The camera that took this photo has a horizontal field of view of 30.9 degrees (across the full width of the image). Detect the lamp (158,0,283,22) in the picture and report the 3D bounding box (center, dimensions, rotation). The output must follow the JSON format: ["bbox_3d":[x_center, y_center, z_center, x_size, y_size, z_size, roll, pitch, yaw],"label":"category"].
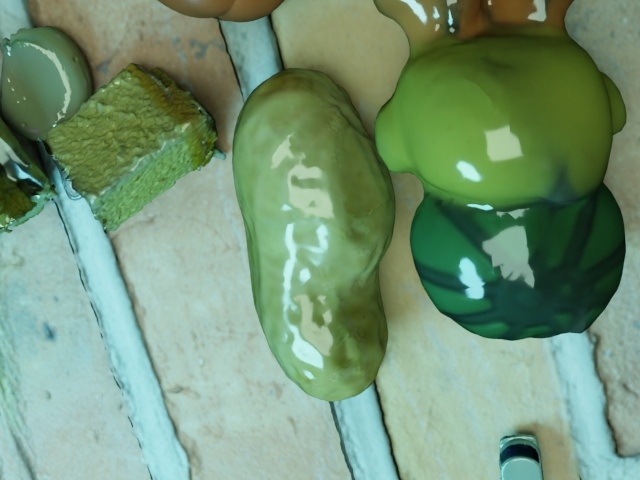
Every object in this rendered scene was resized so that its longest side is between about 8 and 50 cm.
[{"bbox_3d":[-0.088,-0.281,0.979,0.188,0.164,0.187,-17,126,-25],"label":"lamp"}]

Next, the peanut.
[{"bbox_3d":[0.000,0.000,1.069,0.148,0.147,0.318,-4,103,11],"label":"peanut"}]

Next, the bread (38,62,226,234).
[{"bbox_3d":[-0.168,-0.090,1.052,0.147,0.152,0.127,-38,97,-8],"label":"bread"}]

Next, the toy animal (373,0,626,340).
[{"bbox_3d":[0.159,-0.069,0.986,0.216,0.191,0.338,-9,103,0],"label":"toy animal"}]

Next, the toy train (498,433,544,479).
[{"bbox_3d":[0.211,0.294,1.175,0.043,0.047,0.207,-7,108,11],"label":"toy train"}]

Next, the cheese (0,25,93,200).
[{"bbox_3d":[-0.266,-0.123,1.125,0.092,0.047,0.171,3,109,11],"label":"cheese"}]

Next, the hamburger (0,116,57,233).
[{"bbox_3d":[-0.421,-0.059,1.126,0.309,0.132,0.211,-26,101,20],"label":"hamburger"}]
